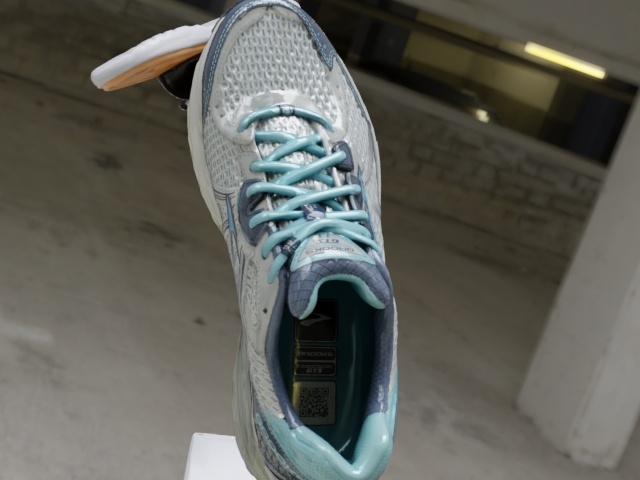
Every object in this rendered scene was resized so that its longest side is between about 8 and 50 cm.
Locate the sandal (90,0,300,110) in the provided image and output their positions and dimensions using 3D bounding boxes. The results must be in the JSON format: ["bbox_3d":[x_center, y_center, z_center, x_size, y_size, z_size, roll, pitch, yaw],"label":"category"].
[{"bbox_3d":[-0.095,-0.140,1.011,0.102,0.076,0.265,-20,8,32],"label":"sandal"}]

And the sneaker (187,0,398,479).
[{"bbox_3d":[0.000,0.000,0.641,0.110,0.283,0.122,-9,-4,-13],"label":"sneaker"}]

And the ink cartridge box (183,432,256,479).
[{"bbox_3d":[-0.069,0.320,0.929,0.117,0.278,0.201,9,38,-3],"label":"ink cartridge box"}]
